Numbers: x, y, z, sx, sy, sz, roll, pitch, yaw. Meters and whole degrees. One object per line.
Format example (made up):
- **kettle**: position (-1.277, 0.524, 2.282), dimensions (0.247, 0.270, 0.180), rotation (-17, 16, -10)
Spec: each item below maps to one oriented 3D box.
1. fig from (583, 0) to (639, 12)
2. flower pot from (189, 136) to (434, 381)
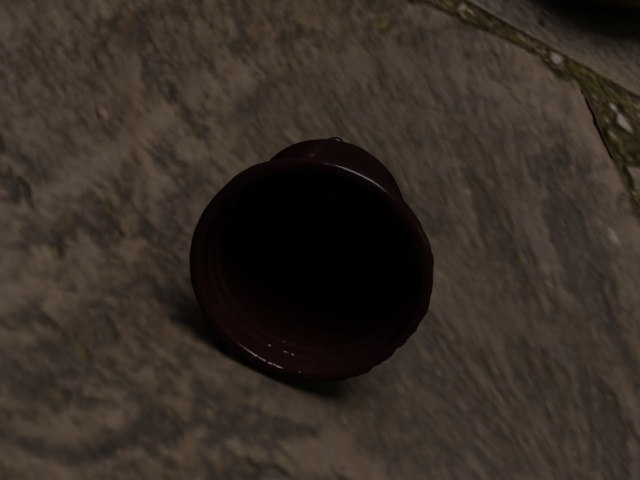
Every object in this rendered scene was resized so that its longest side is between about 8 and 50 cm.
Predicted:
- **fig**: position (0.242, -0.187, 1.314), dimensions (0.259, 0.151, 0.151), rotation (41, 27, -31)
- **flower pot**: position (0.000, 0.000, 0.926), dimensions (0.111, 0.111, 0.089), rotation (26, 21, -3)
